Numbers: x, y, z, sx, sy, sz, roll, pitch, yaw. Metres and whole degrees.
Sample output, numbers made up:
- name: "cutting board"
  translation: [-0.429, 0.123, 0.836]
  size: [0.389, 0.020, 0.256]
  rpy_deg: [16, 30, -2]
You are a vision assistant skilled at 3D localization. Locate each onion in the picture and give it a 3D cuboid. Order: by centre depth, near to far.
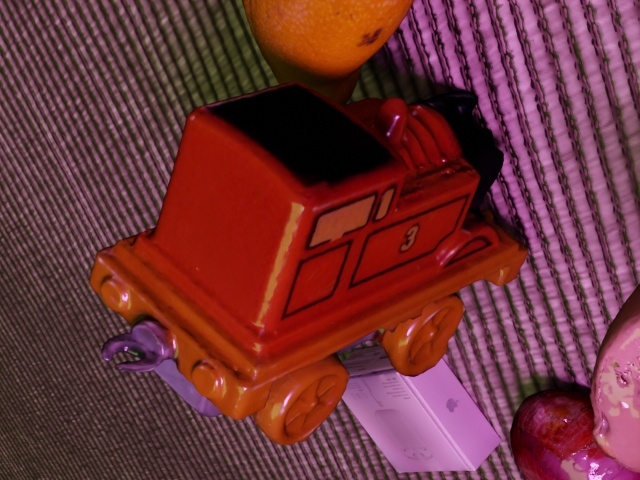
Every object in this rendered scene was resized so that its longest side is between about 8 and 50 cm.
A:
- name: "onion"
  translation: [0.201, 0.210, 1.124]
  size: [0.150, 0.140, 0.150]
  rpy_deg: [50, 164, 20]

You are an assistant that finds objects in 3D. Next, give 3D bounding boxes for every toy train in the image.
- name: "toy train"
  translation: [0.000, 0.000, 0.938]
  size: [0.163, 0.369, 0.231]
  rpy_deg: [40, 130, 26]

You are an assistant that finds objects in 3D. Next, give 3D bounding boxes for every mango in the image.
- name: "mango"
  translation: [-0.002, -0.186, 0.925]
  size: [0.157, 0.109, 0.262]
  rpy_deg: [61, 152, 24]

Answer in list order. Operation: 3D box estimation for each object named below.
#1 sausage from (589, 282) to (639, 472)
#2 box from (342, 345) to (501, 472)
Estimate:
- name: "sausage"
  translation: [0.260, 0.029, 0.731]
  size: [0.123, 0.253, 0.123]
  rpy_deg: [35, 146, 28]
- name: "box"
  translation: [0.090, 0.166, 1.300]
  size: [0.129, 0.051, 0.130]
  rpy_deg: [54, 150, -12]
